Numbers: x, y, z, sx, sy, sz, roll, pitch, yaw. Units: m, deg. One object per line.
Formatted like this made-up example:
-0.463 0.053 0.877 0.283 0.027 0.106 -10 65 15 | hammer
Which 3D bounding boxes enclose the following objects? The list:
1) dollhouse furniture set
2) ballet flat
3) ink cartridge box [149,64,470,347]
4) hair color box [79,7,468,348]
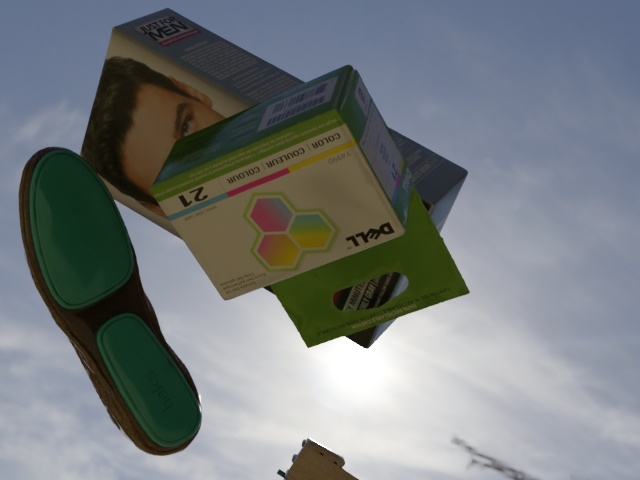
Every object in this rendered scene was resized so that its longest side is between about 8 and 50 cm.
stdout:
-0.013 0.488 1.973 0.198 0.286 0.303 33 -2 1 | dollhouse furniture set
-0.233 0.071 1.234 0.124 0.116 0.342 -21 -82 60 | ballet flat
0.000 0.000 1.049 0.188 0.097 0.255 -21 -65 21 | ink cartridge box
-0.059 -0.070 1.216 0.374 0.113 0.185 30 -59 14 | hair color box
